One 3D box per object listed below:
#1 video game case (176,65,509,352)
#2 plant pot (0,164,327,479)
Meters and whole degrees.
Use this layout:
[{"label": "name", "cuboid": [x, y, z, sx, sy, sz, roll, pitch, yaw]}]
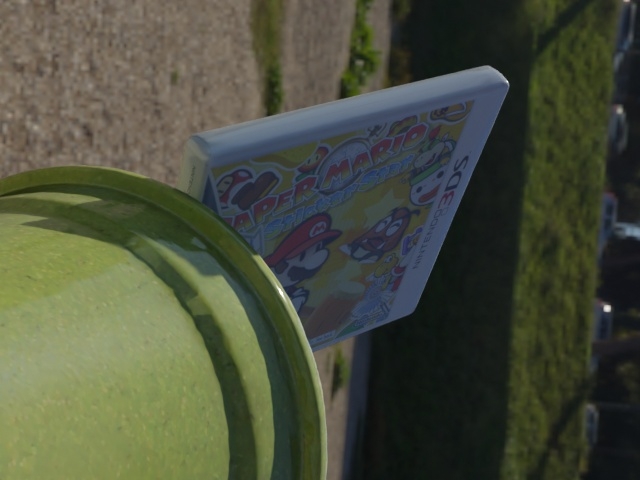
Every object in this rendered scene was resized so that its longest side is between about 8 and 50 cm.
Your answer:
[{"label": "video game case", "cuboid": [0.000, 0.000, 0.713, 0.227, 0.026, 0.206, -18, 141, -35]}, {"label": "plant pot", "cuboid": [-0.168, 0.104, 0.490, 0.254, 0.276, 0.276, -7, 102, -70]}]
